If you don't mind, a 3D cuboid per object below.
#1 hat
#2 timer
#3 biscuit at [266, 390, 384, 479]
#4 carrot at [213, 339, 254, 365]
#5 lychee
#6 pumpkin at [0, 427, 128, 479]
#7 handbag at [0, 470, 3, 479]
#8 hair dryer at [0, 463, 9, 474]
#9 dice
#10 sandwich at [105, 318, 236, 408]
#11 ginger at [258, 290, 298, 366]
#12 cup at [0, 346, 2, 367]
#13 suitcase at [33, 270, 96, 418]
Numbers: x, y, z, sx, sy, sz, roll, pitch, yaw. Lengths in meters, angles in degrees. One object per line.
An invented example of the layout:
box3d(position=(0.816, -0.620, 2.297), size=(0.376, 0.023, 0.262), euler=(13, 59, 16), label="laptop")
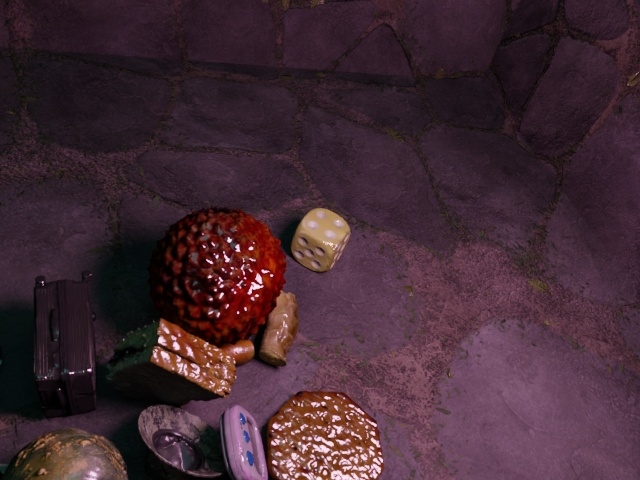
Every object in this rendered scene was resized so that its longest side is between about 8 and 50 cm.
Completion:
box3d(position=(-0.376, 0.554, 1.448), size=(0.265, 0.128, 0.265), euler=(34, 7, -5), label="hat")
box3d(position=(-0.203, 0.551, 1.486), size=(0.069, 0.191, 0.209), euler=(-22, 51, 3), label="timer")
box3d(position=(0.013, 0.589, 1.607), size=(0.359, 0.046, 0.359), euler=(10, 48, -11), label="biscuit")
box3d(position=(-0.299, 0.347, 1.714), size=(0.193, 0.087, 0.087), euler=(-5, 50, -24), label="carrot")
box3d(position=(-0.312, 0.089, 1.727), size=(0.424, 0.425, 0.500), euler=(8, 45, -10), label="lychee")
box3d(position=(-0.574, 0.587, 1.258), size=(0.257, 0.291, 0.328), euler=(25, 52, -38), label="pumpkin")
box3d(position=(-0.913, 0.658, 1.170), size=(0.415, 0.180, 0.317), euler=(-6, 52, -12), label="handbag")
box3d(position=(-0.786, 0.559, 1.389), size=(0.197, 0.057, 0.100), euler=(6, 45, -5), label="hair dryer")
box3d(position=(0.000, 0.000, 2.076), size=(0.169, 0.169, 0.166), euler=(30, 47, 12), label="dice")
box3d(position=(-0.425, 0.352, 1.529), size=(0.262, 0.325, 0.131), euler=(37, 47, -31), label="sandwich")
box3d(position=(-0.127, 0.278, 1.813), size=(0.109, 0.116, 0.263), euler=(2, 49, 8), label="ginger")
box3d(position=(-0.928, 0.323, 1.554), size=(0.077, 0.078, 0.100), euler=(1, 14, -11), label="cup")
box3d(position=(-0.693, 0.284, 1.545), size=(0.152, 0.230, 0.335), euler=(-5, 49, -21), label="suitcase")
